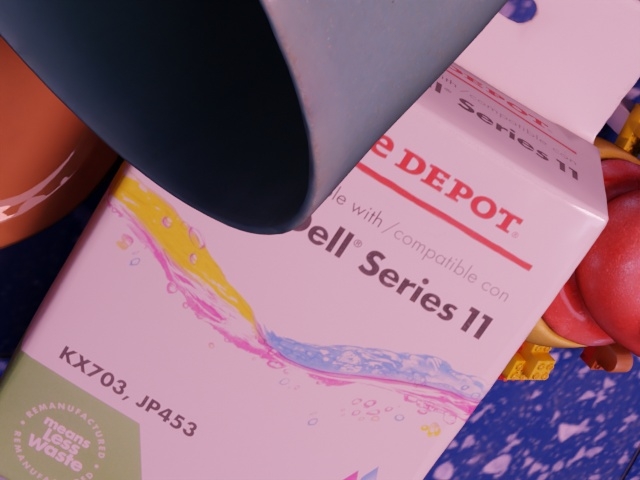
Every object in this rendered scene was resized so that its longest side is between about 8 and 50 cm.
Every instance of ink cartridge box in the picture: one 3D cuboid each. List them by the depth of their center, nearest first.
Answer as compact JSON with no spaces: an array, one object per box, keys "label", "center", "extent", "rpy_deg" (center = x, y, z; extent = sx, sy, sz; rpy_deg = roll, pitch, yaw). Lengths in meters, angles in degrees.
[{"label":"ink cartridge box","center":[0.000,0.000,0.871],"extent":[0.207,0.119,0.353],"rpy_deg":[31,110,-5]}]

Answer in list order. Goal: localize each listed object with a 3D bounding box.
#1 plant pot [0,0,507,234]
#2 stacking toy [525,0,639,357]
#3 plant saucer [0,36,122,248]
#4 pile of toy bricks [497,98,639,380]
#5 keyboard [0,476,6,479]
[{"label":"plant pot","center":[-0.020,-0.187,0.654],"extent":[0.235,0.293,0.293],"rpy_deg":[-41,140,-19]},{"label":"stacking toy","center":[0.268,-0.038,0.982],"extent":[0.279,0.130,0.309],"rpy_deg":[31,83,-33]},{"label":"plant saucer","center":[-0.165,-0.066,0.833],"extent":[0.200,0.037,0.200],"rpy_deg":[-19,136,-20]},{"label":"pile of toy bricks","center":[0.200,0.024,1.108],"extent":[0.118,0.105,0.212],"rpy_deg":[3,125,-36]},{"label":"keyboard","center":[-0.193,0.217,1.086],"extent":[0.072,0.014,0.256],"rpy_deg":[-22,136,-24]}]
